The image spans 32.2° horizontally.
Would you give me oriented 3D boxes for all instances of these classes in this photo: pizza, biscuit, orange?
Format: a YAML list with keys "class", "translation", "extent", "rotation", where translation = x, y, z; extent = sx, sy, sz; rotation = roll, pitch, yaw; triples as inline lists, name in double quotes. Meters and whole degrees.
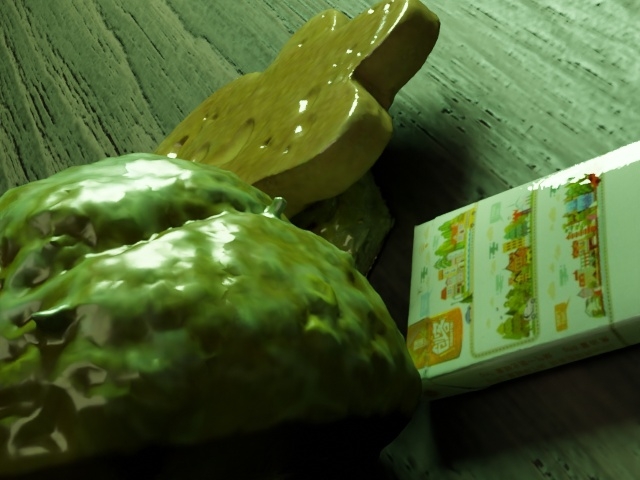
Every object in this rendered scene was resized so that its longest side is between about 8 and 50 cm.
- class: "pizza"
  translation: [0.000, 0.000, 0.796]
  extent: [0.099, 0.035, 0.160]
  rotation: [15, 72, 53]
- class: "biscuit"
  translation: [-0.054, -0.065, 0.869]
  extent: [0.355, 0.052, 0.275]
  rotation: [-24, 32, 45]
- class: "orange"
  translation: [-0.130, 0.065, 0.648]
  extent: [0.368, 0.270, 0.211]
  rotation: [-19, 79, 43]

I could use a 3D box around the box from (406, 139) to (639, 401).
- class: "box"
  translation: [0.144, 0.011, 0.626]
  extent: [0.220, 0.032, 0.122]
  rotation: [-22, 46, 36]
